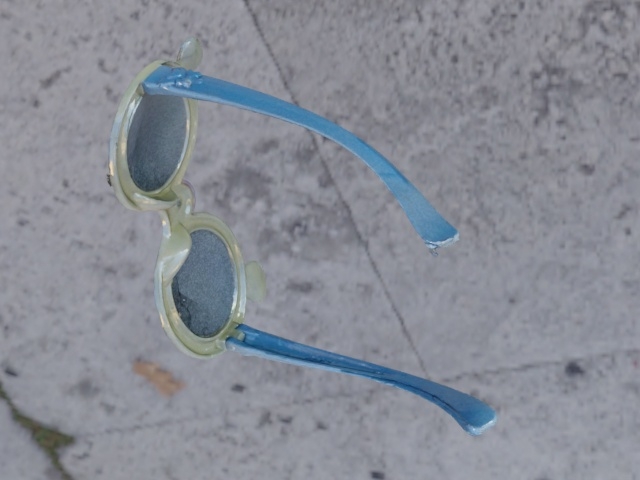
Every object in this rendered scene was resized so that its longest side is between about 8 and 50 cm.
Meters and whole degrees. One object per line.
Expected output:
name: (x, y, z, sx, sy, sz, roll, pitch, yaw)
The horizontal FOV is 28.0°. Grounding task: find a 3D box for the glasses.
glasses: (-0.021, 0.016, 0.653, 0.220, 0.088, 0.189, 32, 145, 44)
